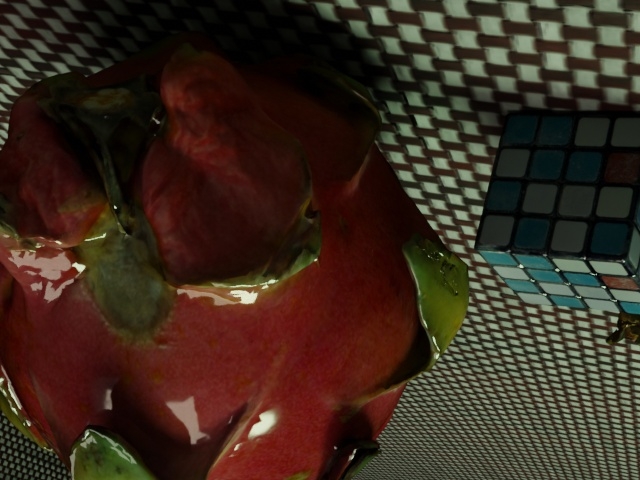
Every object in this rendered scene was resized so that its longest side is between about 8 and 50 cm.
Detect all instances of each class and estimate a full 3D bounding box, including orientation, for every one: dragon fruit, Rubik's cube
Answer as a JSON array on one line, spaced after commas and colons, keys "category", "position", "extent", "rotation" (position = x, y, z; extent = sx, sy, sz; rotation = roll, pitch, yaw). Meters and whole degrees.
[{"category": "dragon fruit", "position": [-0.071, 0.022, 0.643], "extent": [0.305, 0.305, 0.226], "rotation": [16, 173, 1]}, {"category": "Rubik's cube", "position": [0.158, -0.015, 0.668], "extent": [0.092, 0.092, 0.092], "rotation": [5, 160, 32]}]

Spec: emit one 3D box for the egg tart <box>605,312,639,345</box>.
[{"category": "egg tart", "position": [0.332, 0.065, 0.721], "extent": [0.279, 0.095, 0.279], "rotation": [13, 178, 0]}]
